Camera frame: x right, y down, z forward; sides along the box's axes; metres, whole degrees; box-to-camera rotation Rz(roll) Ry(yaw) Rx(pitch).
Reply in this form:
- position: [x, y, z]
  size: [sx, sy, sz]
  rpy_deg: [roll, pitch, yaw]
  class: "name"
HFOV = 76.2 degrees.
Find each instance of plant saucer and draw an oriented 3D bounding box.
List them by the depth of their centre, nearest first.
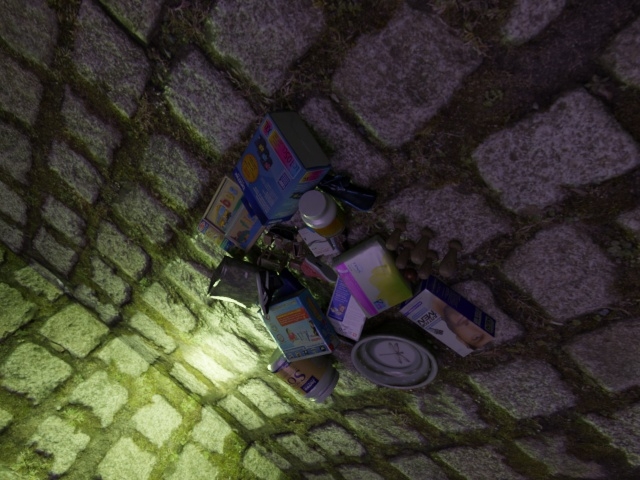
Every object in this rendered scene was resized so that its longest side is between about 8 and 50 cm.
- position: [0.347, 0.545, 1.924]
  size: [0.401, 0.100, 0.400]
  rpy_deg: [9, 130, 11]
  class: "plant saucer"

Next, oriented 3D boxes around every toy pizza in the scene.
- position: [0.093, 0.461, 1.986]
  size: [0.202, 0.032, 0.201]
  rpy_deg: [23, 173, 3]
  class: "toy pizza"

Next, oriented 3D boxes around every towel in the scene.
- position: [-0.186, 0.280, 2.005]
  size: [0.228, 0.076, 0.308]
  rpy_deg: [44, 130, 6]
  class: "towel"

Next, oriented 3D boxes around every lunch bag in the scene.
- position: [-0.382, 0.182, 1.948]
  size: [0.236, 0.168, 0.287]
  rpy_deg: [22, 142, -19]
  class: "lunch bag"

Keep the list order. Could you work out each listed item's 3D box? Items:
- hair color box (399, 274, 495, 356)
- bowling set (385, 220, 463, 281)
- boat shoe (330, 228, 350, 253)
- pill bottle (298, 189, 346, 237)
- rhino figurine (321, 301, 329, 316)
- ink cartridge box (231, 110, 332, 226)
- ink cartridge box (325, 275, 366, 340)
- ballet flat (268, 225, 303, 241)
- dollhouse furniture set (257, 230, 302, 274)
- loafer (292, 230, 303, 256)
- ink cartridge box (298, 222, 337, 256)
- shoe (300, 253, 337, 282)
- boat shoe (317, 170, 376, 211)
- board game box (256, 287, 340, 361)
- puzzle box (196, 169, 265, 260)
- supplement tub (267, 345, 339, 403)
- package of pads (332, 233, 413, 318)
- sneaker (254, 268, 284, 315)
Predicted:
- position: [0.519, 0.310, 1.677]
  size: [0.339, 0.110, 0.185]
  rpy_deg: [34, 131, -2]
  class: "hair color box"
- position: [0.367, 0.051, 1.560]
  size: [0.287, 0.154, 0.199]
  rpy_deg: [28, 150, 3]
  class: "bowling set"
- position: [0.078, -0.020, 1.678]
  size: [0.066, 0.066, 0.183]
  rpy_deg: [-23, 111, 36]
  class: "boat shoe"
- position: [0.005, -0.100, 1.526]
  size: [0.137, 0.136, 0.246]
  rpy_deg: [12, 170, 19]
  class: "pill bottle"
- position: [0.089, 0.369, 1.954]
  size: [0.244, 0.073, 0.106]
  rpy_deg: [26, 108, 8]
  class: "rhino figurine"
- position: [-0.167, -0.241, 1.521]
  size: [0.269, 0.151, 0.395]
  rpy_deg: [58, 135, 16]
  class: "ink cartridge box"
- position: [0.141, 0.261, 1.822]
  size: [0.176, 0.069, 0.370]
  rpy_deg: [20, 116, 12]
  class: "ink cartridge box"
- position: [-0.149, -0.024, 1.779]
  size: [0.173, 0.049, 0.057]
  rpy_deg: [15, 112, 31]
  class: "ballet flat"
- position: [-0.182, 0.068, 1.851]
  size: [0.182, 0.101, 0.160]
  rpy_deg: [20, 130, 13]
  class: "dollhouse furniture set"
- position: [-0.102, 0.017, 1.814]
  size: [0.045, 0.039, 0.125]
  rpy_deg: [11, 128, 20]
  class: "loafer"
- position: [0.000, 0.000, 1.736]
  size: [0.104, 0.060, 0.180]
  rpy_deg: [-20, 113, 36]
  class: "ink cartridge box"
- position: [-0.009, 0.142, 1.849]
  size: [0.178, 0.063, 0.081]
  rpy_deg: [38, 133, 3]
  class: "shoe"
- position: [0.090, -0.208, 1.527]
  size: [0.259, 0.109, 0.089]
  rpy_deg: [23, 126, -12]
  class: "boat shoe"
- position: [-0.107, 0.403, 1.910]
  size: [0.308, 0.086, 0.301]
  rpy_deg: [-25, 98, 40]
  class: "board game box"
- position: [-0.389, -0.097, 1.866]
  size: [0.272, 0.052, 0.409]
  rpy_deg: [39, 132, -3]
  class: "puzzle box"
- position: [-0.088, 0.677, 2.164]
  size: [0.331, 0.241, 0.241]
  rpy_deg: [41, 132, -6]
  class: "supplement tub"
- position: [0.218, 0.146, 1.662]
  size: [0.229, 0.101, 0.296]
  rpy_deg: [-31, 106, 17]
  class: "package of pads"
- position: [-0.221, 0.234, 1.844]
  size: [0.121, 0.079, 0.216]
  rpy_deg: [-11, 113, -12]
  class: "sneaker"
